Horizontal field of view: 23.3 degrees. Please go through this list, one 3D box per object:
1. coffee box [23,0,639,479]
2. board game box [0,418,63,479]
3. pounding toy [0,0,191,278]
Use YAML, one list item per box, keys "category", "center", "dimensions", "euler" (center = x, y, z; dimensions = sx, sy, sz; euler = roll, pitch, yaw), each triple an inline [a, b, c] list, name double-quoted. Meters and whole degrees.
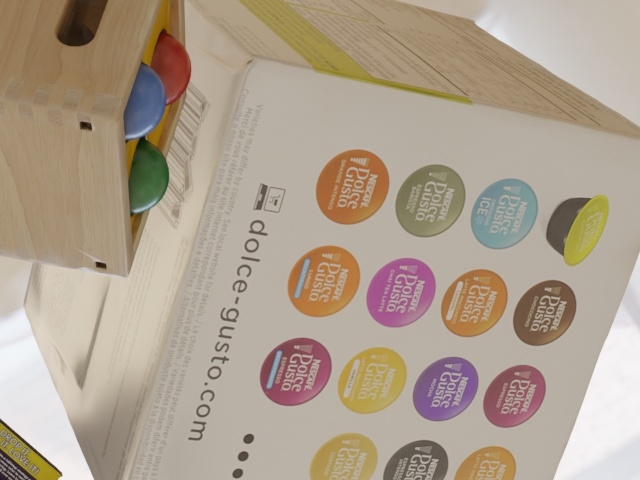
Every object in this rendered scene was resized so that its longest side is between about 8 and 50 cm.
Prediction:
- category: "coffee box"
  center: [0.000, 0.000, 1.183]
  dimensions: [0.334, 0.338, 0.338]
  euler: [9, 109, -26]
- category: "board game box"
  center: [-0.309, 0.179, 1.197]
  dimensions: [0.141, 0.170, 0.048]
  euler: [-49, 180, -42]
- category: "pounding toy"
  center: [-0.109, -0.117, 0.752]
  dimensions: [0.094, 0.181, 0.206]
  euler: [11, 144, 4]
